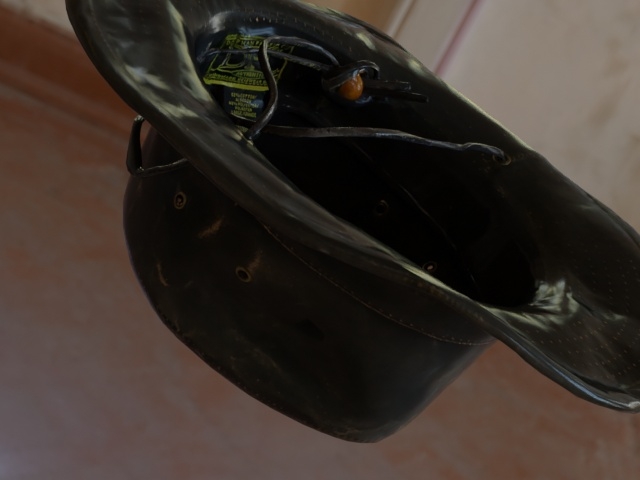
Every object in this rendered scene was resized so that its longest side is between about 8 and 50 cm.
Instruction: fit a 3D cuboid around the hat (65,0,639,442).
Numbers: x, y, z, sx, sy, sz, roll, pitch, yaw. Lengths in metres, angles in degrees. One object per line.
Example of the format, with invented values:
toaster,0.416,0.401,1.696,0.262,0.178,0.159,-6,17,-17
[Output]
hat,0.000,0.000,0.811,0.331,0.134,0.331,30,20,-12
